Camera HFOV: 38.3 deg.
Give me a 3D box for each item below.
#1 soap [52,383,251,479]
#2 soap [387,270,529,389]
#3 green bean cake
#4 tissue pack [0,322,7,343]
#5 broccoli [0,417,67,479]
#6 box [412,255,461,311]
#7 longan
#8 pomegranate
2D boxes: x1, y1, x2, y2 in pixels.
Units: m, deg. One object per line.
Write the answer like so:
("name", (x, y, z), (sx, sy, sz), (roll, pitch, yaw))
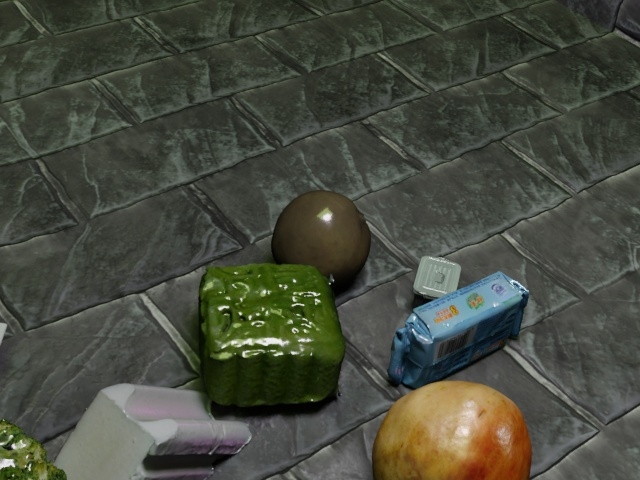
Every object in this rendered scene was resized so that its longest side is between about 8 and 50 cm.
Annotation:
("soap", (-0.277, 0.368, 1.455), (0.159, 0.257, 0.302), (30, 2, 26))
("soap", (0.250, 0.164, 1.673), (0.293, 0.156, 0.077), (-21, 49, -30))
("green bean cake", (-0.091, 0.160, 1.623), (0.247, 0.156, 0.250), (1, 33, -10))
("tissue pack", (-0.621, 0.195, 1.521), (0.145, 0.159, 0.229), (9, 40, 2))
("broccoli", (-0.521, 0.358, 1.256), (0.304, 0.283, 0.321), (-40, 35, -21))
("box", (0.225, 0.096, 1.817), (0.084, 0.069, 0.122), (15, 41, 8))
("longan", (0.000, 0.000, 1.792), (0.197, 0.220, 0.196), (-2, 71, 7))
("pomegranate", (0.209, 0.328, 1.408), (0.229, 0.252, 0.270), (6, 37, 32))
